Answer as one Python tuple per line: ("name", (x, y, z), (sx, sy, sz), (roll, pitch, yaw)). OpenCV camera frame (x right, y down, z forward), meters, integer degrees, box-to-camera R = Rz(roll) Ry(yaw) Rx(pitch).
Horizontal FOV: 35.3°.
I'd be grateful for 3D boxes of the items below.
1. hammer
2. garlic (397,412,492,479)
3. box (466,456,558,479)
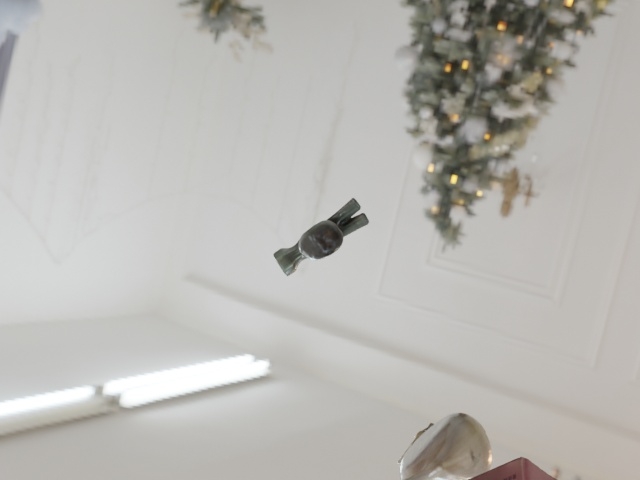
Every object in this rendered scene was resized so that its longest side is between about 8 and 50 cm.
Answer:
("hammer", (0.000, -0.001, 0.989), (0.033, 0.111, 0.288), (56, -179, -1))
("garlic", (0.182, 0.330, 1.507), (0.128, 0.148, 0.266), (35, -174, 15))
("box", (0.141, 0.268, 0.880), (0.060, 0.156, 0.111), (33, -139, -25))
